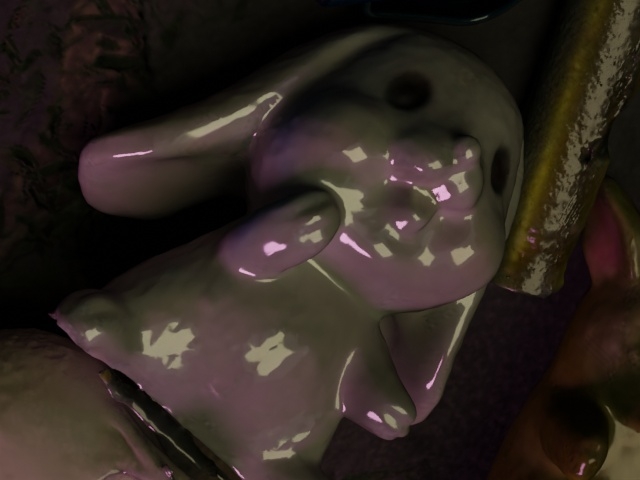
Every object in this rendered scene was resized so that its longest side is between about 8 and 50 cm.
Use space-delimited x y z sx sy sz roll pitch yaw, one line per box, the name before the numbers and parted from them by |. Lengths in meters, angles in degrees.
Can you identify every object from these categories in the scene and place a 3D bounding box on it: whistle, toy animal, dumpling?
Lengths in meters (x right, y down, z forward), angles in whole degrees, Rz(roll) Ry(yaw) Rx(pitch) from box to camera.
whistle | 0.171 -0.119 0.951 0.068 0.057 0.326 17 111 -1
toy animal | -0.002 0.019 0.900 0.289 0.174 0.249 -25 112 -5
dumpling | -0.167 0.126 0.915 0.216 0.126 0.166 -14 156 6
toy animal | 0.222 0.107 1.024 0.181 0.180 0.363 11 112 -24

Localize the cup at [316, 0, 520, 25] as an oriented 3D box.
cup | 0.064 -0.182 0.850 0.155 0.131 0.176 -11 146 -9
